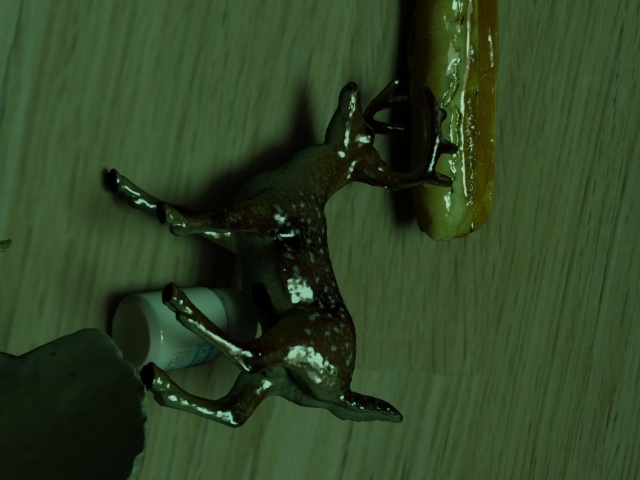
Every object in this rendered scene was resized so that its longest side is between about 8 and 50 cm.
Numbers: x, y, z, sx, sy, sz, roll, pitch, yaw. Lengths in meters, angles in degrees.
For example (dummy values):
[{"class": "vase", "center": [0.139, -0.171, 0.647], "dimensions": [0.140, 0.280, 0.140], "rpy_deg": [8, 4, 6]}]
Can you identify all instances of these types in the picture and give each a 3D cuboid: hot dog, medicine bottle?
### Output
[{"class": "hot dog", "center": [0.101, -0.117, 0.930], "dimensions": [0.092, 0.062, 0.236], "rpy_deg": [-4, 97, -61]}, {"class": "medicine bottle", "center": [-0.087, 0.056, 0.780], "dimensions": [0.089, 0.052, 0.052], "rpy_deg": [-6, 103, -45]}]

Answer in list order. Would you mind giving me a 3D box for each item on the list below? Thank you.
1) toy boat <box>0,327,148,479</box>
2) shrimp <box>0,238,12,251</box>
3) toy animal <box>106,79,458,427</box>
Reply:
[{"class": "toy boat", "center": [-0.193, 0.120, 0.558], "dimensions": [0.276, 0.293, 0.111], "rpy_deg": [-39, 126, -52]}, {"class": "shrimp", "center": [-0.214, 0.019, 0.651], "dimensions": [0.108, 0.023, 0.059], "rpy_deg": [-2, 67, -47]}, {"class": "toy animal", "center": [-0.013, 0.003, 0.798], "dimensions": [0.260, 0.087, 0.244], "rpy_deg": [4, 77, -40]}]
